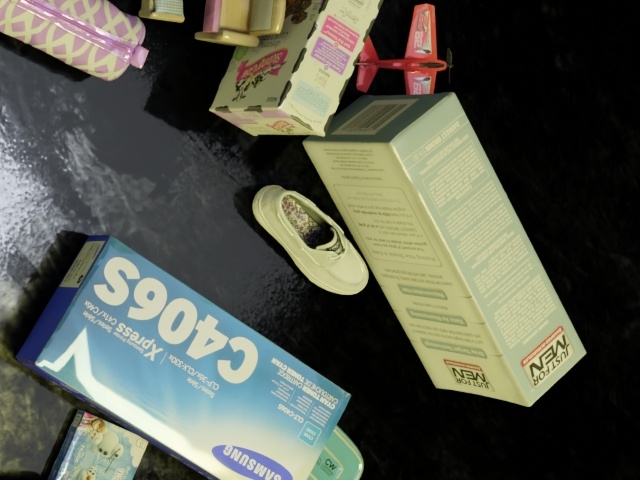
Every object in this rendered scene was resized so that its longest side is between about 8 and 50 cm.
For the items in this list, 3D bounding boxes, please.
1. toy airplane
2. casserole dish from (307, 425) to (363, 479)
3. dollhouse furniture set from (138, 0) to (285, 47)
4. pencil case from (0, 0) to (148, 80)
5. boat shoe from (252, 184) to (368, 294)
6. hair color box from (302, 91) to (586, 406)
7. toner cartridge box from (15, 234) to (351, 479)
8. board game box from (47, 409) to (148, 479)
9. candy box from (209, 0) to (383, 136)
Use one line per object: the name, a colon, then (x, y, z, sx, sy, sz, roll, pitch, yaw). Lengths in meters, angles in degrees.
toy airplane: (0.099, -0.213, 2.080, 0.151, 0.028, 0.151, -6, 101, -31)
casserole dish: (-0.017, 0.255, 2.037, 0.114, 0.037, 0.188, -51, 118, -18)
dollhouse furniture set: (-0.163, -0.370, 1.804, 0.303, 0.198, 0.286, 6, 90, -32)
pencil case: (-0.285, -0.241, 1.800, 0.206, 0.088, 0.086, 23, 83, -32)
boat shoe: (0.000, 0.000, 2.012, 0.066, 0.063, 0.184, -50, 116, -20)
hair color box: (0.149, 0.010, 2.035, 0.114, 0.185, 0.374, -39, 112, -25)
toner cartridge box: (-0.147, 0.153, 1.901, 0.348, 0.075, 0.165, 35, 76, -22)
board game box: (-0.247, 0.246, 1.899, 0.090, 0.020, 0.090, 29, 78, -32)
candy box: (-0.025, -0.218, 1.920, 0.070, 0.165, 0.196, 29, 78, -30)
